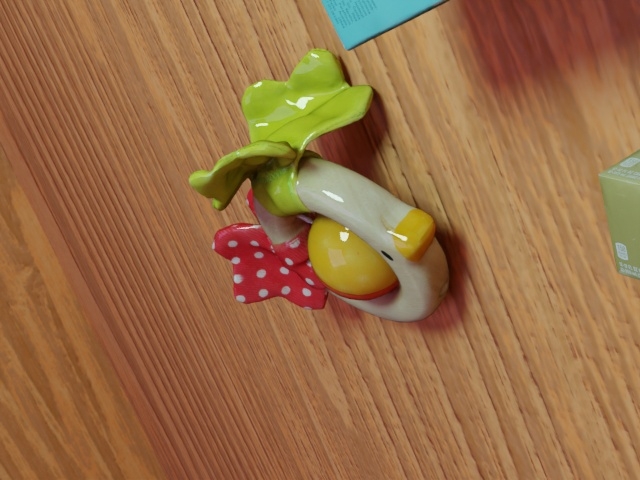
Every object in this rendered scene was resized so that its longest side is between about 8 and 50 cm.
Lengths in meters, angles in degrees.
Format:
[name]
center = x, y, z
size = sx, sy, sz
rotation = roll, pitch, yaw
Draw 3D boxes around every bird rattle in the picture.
[bird rattle]
center = 0.000, 0.000, 0.816
size = 0.207, 0.143, 0.253
rotation = 30, 149, 22

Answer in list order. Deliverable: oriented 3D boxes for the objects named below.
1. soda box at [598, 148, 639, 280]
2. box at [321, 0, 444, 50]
[soda box]
center = 0.208, -0.001, 0.454
size = 0.181, 0.061, 0.058
rotation = 22, 136, 55
[box]
center = 0.088, -0.155, 0.474
size = 0.060, 0.100, 0.244
rotation = 63, 157, -9
